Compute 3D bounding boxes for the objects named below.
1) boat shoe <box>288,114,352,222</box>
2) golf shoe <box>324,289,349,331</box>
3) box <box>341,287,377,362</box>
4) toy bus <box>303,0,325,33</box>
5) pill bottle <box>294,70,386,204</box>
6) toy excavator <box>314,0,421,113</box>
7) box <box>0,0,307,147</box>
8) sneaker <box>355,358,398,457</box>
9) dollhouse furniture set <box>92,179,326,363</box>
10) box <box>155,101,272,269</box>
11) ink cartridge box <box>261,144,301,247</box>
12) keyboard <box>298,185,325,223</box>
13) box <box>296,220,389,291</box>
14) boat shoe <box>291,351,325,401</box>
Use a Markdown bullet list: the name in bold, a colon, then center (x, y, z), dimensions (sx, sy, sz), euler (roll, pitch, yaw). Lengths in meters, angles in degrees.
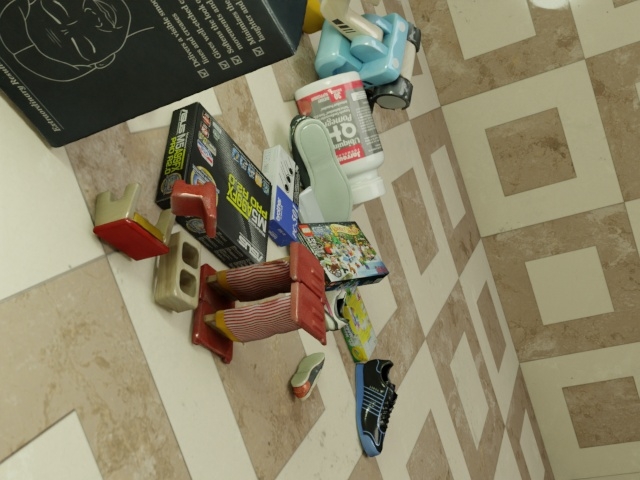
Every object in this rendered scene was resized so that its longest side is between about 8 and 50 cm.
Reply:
- **boat shoe**: center (0.000, -0.160, 1.774), dimensions (0.091, 0.114, 0.302), euler (-133, -152, -60)
- **golf shoe**: center (0.023, 0.115, 1.683), dimensions (0.067, 0.086, 0.186), euler (24, 53, -60)
- **box**: center (0.085, 0.199, 1.828), dimensions (0.105, 0.043, 0.179), euler (-49, 124, -62)
- **toy bus**: center (-0.049, -0.649, 1.964), dimensions (0.333, 0.108, 0.130), euler (8, 69, -65)
- **pill bottle**: center (0.061, -0.253, 1.881), dimensions (0.176, 0.176, 0.318), euler (-31, 104, -66)
- **toy excavator**: center (0.089, -0.522, 1.891), dimensions (0.445, 0.433, 0.222), euler (21, 73, -39)
- **box**: center (-0.254, -0.338, 0.936), dimensions (0.293, 0.395, 0.212), euler (56, 28, -39)
- **sneaker**: center (0.139, 0.395, 1.766), dimensions (0.081, 0.090, 0.232), euler (38, 42, -55)
- **dollhouse furniture set**: center (-0.159, 0.052, 1.159), dimensions (0.374, 0.201, 0.152), euler (44, 37, -51)
- **box**: center (-0.185, -0.089, 1.367), dimensions (0.270, 0.060, 0.216), euler (49, 34, -46)
- **ink cartridge box**: center (-0.089, -0.099, 1.611), dimensions (0.097, 0.046, 0.207), euler (47, 35, -45)
- **keyboard**: center (0.000, 0.000, 1.752), dimensions (0.072, 0.014, 0.256), euler (-45, 122, -44)
- **box**: center (0.042, 0.032, 1.689), dimensions (0.233, 0.044, 0.159), euler (-5, 57, -53)
- **boat shoe**: center (-0.022, 0.278, 1.527), dimensions (0.137, 0.049, 0.043), euler (-51, 125, -60)
